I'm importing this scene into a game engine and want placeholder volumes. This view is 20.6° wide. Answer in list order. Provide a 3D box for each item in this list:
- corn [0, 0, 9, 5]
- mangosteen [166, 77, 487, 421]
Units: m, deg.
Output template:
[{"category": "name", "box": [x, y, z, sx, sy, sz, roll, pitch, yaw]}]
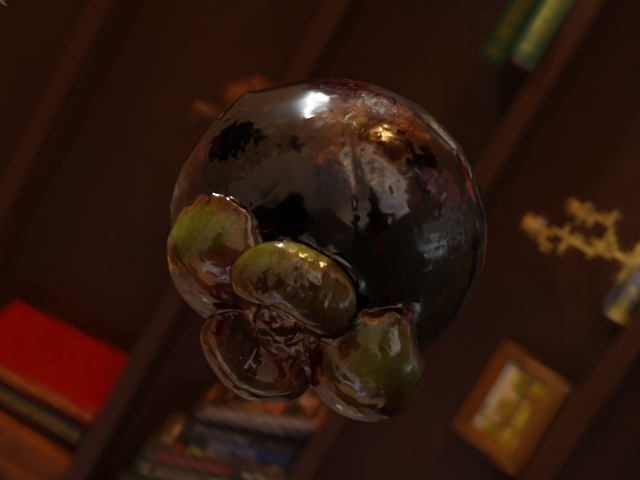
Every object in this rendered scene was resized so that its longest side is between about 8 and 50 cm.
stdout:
[{"category": "corn", "box": [-0.266, -0.286, 1.100, 0.122, 0.305, 0.123, -22, 9, 20]}, {"category": "mangosteen", "box": [0.000, 0.000, 1.068, 0.210, 0.210, 0.210, -58, -4, -7]}]
